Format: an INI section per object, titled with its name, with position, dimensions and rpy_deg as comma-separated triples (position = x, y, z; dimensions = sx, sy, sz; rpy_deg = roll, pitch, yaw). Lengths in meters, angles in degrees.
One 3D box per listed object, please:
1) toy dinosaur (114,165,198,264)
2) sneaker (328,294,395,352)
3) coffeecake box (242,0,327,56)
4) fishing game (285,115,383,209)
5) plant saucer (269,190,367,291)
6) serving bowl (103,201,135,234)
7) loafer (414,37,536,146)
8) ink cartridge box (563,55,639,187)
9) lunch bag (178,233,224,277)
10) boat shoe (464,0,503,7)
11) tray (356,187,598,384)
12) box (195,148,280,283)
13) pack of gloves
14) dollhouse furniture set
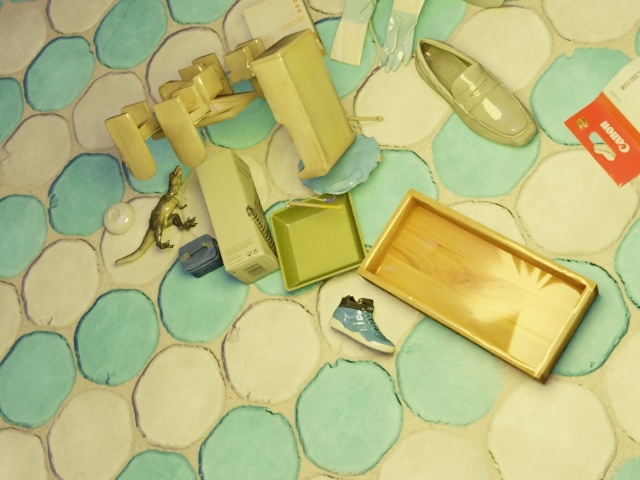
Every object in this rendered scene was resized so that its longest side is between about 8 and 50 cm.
[toy dinosaur]
position = -0.359, -0.036, 1.941
dimensions = 0.118, 0.064, 0.268
rpy_deg = 29, 86, 35
[sneaker]
position = 0.094, 0.160, 1.685
dimensions = 0.152, 0.058, 0.085
rpy_deg = 25, 90, 34
[coffeecake box]
position = -0.085, -0.486, 1.987
dimensions = 0.142, 0.068, 0.186
rpy_deg = -26, 64, 11
[fishing game]
position = 0.043, -0.165, 1.813
dimensions = 0.189, 0.041, 0.264
rpy_deg = 3, 54, 28
[plant saucer]
position = 0.000, 0.000, 1.789
dimensions = 0.188, 0.045, 0.188
rpy_deg = -20, 65, 14
[serving bowl]
position = -0.482, -0.056, 2.013
dimensions = 0.083, 0.027, 0.083
rpy_deg = -7, 69, 19
[loafer]
position = 0.308, -0.307, 1.738
dimensions = 0.112, 0.111, 0.319
rpy_deg = -47, 61, 0
[ink cartridge box]
position = 0.615, -0.243, 1.625
dimensions = 0.232, 0.066, 0.189
rpy_deg = -33, 63, 3
[lunch bag]
position = -0.260, 0.032, 1.870
dimensions = 0.098, 0.065, 0.067
rpy_deg = -29, 63, 10
[boat shoe]
position = 0.297, -0.587, 1.861
dimensions = 0.267, 0.096, 0.088
rpy_deg = 28, 88, 36
[tray]
position = 0.293, 0.080, 1.627
dimensions = 0.411, 0.076, 0.203
rpy_deg = 30, 84, 27
[box]
position = -0.179, -0.052, 1.844
dimensions = 0.094, 0.113, 0.275
rpy_deg = -25, 65, 11
[pack of gloves]
position = 0.141, -0.497, 1.903
dimensions = 0.195, 0.046, 0.232
rpy_deg = 21, 101, 25
[dollhouse furniture set]
position = -0.164, -0.251, 1.789
dimensions = 0.394, 0.256, 0.362
rpy_deg = -11, 25, 31
